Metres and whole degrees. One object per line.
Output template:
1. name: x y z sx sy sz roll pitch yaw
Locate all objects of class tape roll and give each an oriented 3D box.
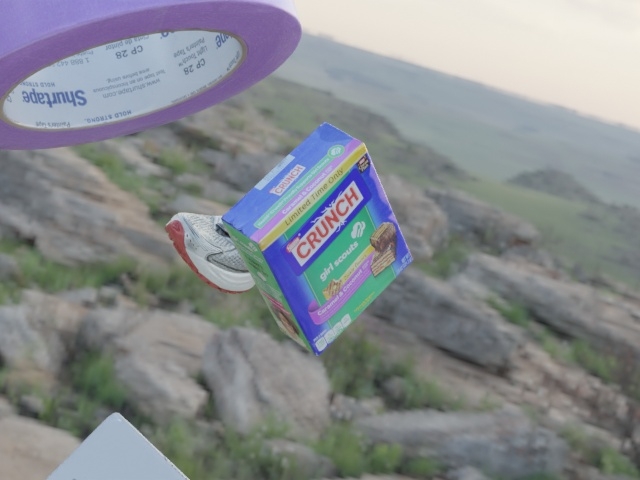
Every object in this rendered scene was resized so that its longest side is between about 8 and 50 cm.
1. tape roll: -0.156 -0.157 1.006 0.274 0.090 0.275 -17 -9 -3

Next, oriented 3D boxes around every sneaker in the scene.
1. sneaker: -0.058 -0.006 1.330 0.225 0.093 0.088 5 39 -48

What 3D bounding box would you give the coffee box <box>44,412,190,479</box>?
1. coffee box: -0.036 0.203 0.590 0.246 0.098 0.141 43 -19 5

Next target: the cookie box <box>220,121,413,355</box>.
1. cookie box: 0.000 0.000 0.815 0.040 0.092 0.107 29 -25 42
